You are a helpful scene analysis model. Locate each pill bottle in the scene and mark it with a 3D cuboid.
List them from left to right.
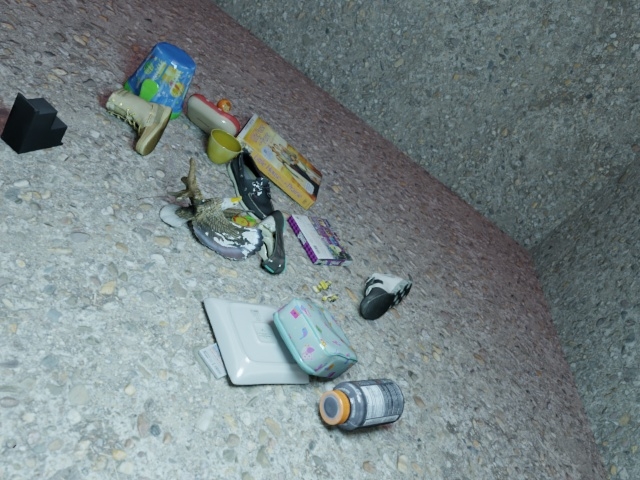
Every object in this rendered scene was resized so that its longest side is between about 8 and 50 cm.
[{"bbox_3d":[0.112,0.455,1.453,0.246,0.130,0.130,11,40,-43],"label":"pill bottle"}]

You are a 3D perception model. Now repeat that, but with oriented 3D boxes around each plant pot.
[{"bbox_3d":[-0.387,-0.352,2.022,0.134,0.095,0.134,31,29,-20],"label":"plant pot"}]

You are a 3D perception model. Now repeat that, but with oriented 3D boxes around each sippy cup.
[{"bbox_3d":[-0.602,-0.628,2.014,0.240,0.224,0.305,10,41,-43],"label":"sippy cup"}]

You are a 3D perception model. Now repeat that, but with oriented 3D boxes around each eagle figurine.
[{"bbox_3d":[-0.329,-0.083,1.663,0.298,0.225,0.226,53,56,-48],"label":"eagle figurine"}]

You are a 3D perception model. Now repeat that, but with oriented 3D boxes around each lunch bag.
[{"bbox_3d":[-0.013,0.279,1.502,0.224,0.108,0.279,53,8,28],"label":"lunch bag"}]

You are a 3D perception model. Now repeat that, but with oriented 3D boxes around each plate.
[{"bbox_3d":[-0.167,0.269,1.449,0.277,0.045,0.278,14,36,-44],"label":"plate"}]

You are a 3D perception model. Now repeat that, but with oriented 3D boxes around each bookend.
[{"bbox_3d":[-0.777,-0.333,1.452,0.072,0.157,0.156,43,29,2],"label":"bookend"}]

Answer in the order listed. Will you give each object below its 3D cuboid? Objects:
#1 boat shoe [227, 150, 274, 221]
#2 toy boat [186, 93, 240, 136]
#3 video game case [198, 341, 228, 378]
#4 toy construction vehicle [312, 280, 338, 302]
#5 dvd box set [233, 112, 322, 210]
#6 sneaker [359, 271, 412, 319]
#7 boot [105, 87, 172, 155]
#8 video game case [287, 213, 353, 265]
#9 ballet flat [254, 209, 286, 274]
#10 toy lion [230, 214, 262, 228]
[{"bbox_3d":[-0.245,-0.208,1.972,0.127,0.113,0.340,13,39,-43],"label":"boat shoe"},{"bbox_3d":[-0.418,-0.515,2.110,0.231,0.151,0.151,37,63,4],"label":"toy boat"},{"bbox_3d":[-0.248,0.303,1.352,0.087,0.011,0.122,49,29,16],"label":"video game case"},{"bbox_3d":[0.023,0.176,1.839,0.098,0.035,0.085,-2,49,-52],"label":"toy construction vehicle"},{"bbox_3d":[-0.175,-0.347,2.258,0.420,0.062,0.307,41,27,-15],"label":"dvd box set"},{"bbox_3d":[0.210,0.198,1.979,0.146,0.122,0.331,33,24,24],"label":"sneaker"},{"bbox_3d":[-0.645,-0.415,1.801,0.204,0.095,0.261,23,47,-14],"label":"boot"},{"bbox_3d":[0.000,0.000,2.053,0.210,0.042,0.232,4,45,-48],"label":"video game case"},{"bbox_3d":[-0.170,-0.013,1.778,0.096,0.095,0.280,25,38,-34],"label":"ballet flat"},{"bbox_3d":[-0.265,-0.061,1.833,0.096,0.034,0.100,32,28,-1],"label":"toy lion"}]
